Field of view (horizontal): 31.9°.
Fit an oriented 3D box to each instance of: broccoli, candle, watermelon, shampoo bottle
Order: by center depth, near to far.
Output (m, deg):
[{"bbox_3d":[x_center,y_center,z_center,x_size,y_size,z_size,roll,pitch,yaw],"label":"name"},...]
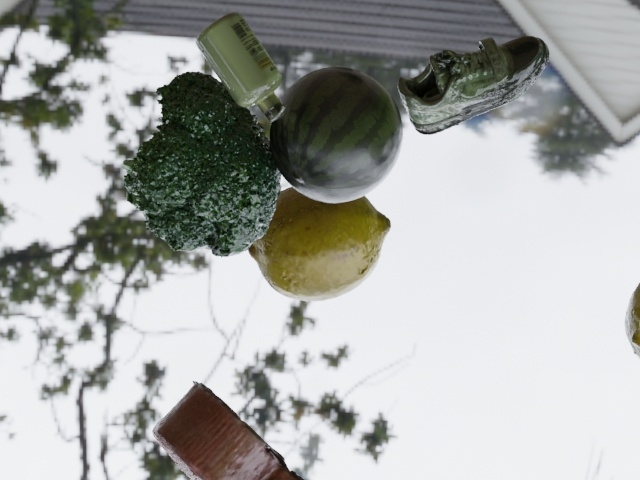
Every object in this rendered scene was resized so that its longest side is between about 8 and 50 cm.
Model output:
[{"bbox_3d":[-0.105,-0.242,1.601,0.079,0.162,0.079,-34,-176,2],"label":"shampoo bottle"},{"bbox_3d":[-0.122,0.355,1.624,0.131,0.317,0.287,-44,-173,-15],"label":"candle"},{"bbox_3d":[0.022,-0.161,1.733,0.212,0.212,0.212,4,-155,-2],"label":"watermelon"},{"bbox_3d":[-0.198,-0.116,1.811,0.275,0.307,0.308,4,-161,38],"label":"broccoli"}]

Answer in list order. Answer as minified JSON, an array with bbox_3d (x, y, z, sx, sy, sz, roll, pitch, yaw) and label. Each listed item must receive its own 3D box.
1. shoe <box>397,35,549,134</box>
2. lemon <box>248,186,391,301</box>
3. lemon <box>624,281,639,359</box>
[{"bbox_3d":[0.277,-0.312,2.080,0.293,0.149,0.109,-30,-125,14],"label":"shoe"},{"bbox_3d":[0.000,0.000,2.397,0.310,0.258,0.258,-15,-155,1],"label":"lemon"},{"bbox_3d":[0.618,0.128,1.870,0.204,0.204,0.260,23,-138,35],"label":"lemon"}]
